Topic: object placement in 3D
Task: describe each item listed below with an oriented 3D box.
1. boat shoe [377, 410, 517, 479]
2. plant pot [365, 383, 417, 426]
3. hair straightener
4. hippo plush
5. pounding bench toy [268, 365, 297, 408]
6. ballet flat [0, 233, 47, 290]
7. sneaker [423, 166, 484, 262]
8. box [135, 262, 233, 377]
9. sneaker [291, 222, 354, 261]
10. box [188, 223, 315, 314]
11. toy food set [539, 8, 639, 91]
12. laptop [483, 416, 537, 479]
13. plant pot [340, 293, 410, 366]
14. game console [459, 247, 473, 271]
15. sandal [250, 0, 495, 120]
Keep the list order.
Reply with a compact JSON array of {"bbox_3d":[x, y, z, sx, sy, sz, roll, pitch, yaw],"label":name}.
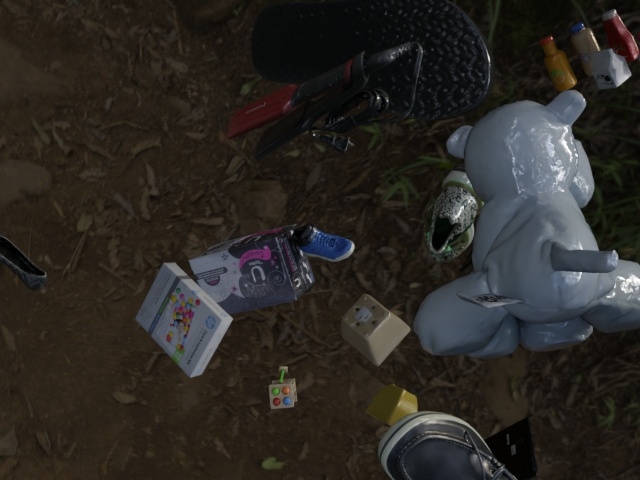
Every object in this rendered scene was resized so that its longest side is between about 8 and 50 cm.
[{"bbox_3d":[0.312,0.511,1.302,0.187,0.156,0.500,-48,118,-1],"label":"boat shoe"},{"bbox_3d":[0.165,0.366,1.389,0.081,0.081,0.083,36,76,-32],"label":"plant pot"},{"bbox_3d":[0.010,-0.129,0.624,0.089,0.230,0.047,38,48,-34],"label":"hair straightener"},{"bbox_3d":[0.194,-0.015,0.669,0.294,0.234,0.236,23,52,-50],"label":"hippo plush"},{"bbox_3d":[-0.085,0.324,1.399,0.052,0.065,0.083,-6,87,4],"label":"pounding bench toy"},{"bbox_3d":[-0.609,0.029,1.256,0.173,0.049,0.057,42,28,0],"label":"ballet flat"},{"bbox_3d":[0.335,-0.029,1.746,0.158,0.410,0.182,32,65,17],"label":"sneaker"},{"bbox_3d":[-0.274,0.155,1.250,0.038,0.186,0.145,-1,126,-60],"label":"box"},{"bbox_3d":[0.000,0.001,1.444,0.084,0.152,0.058,46,62,-41],"label":"sneaker"},{"bbox_3d":[-0.166,0.074,1.532,0.142,0.247,0.163,-42,115,-67],"label":"box"},{"bbox_3d":[0.500,-0.338,1.100,0.111,0.232,0.104,-38,108,-11],"label":"toy food set"},{"bbox_3d":[0.489,0.642,1.682,0.136,0.264,0.234,48,22,-8],"label":"laptop"},{"bbox_3d":[0.104,0.174,1.301,0.109,0.109,0.096,-46,147,-10],"label":"plant pot"},{"bbox_3d":[0.303,0.016,1.052,0.122,0.107,0.071,-41,142,-56],"label":"game console"},{"bbox_3d":[0.078,-0.292,0.964,0.107,0.446,0.167,-7,114,-49],"label":"sandal"}]
